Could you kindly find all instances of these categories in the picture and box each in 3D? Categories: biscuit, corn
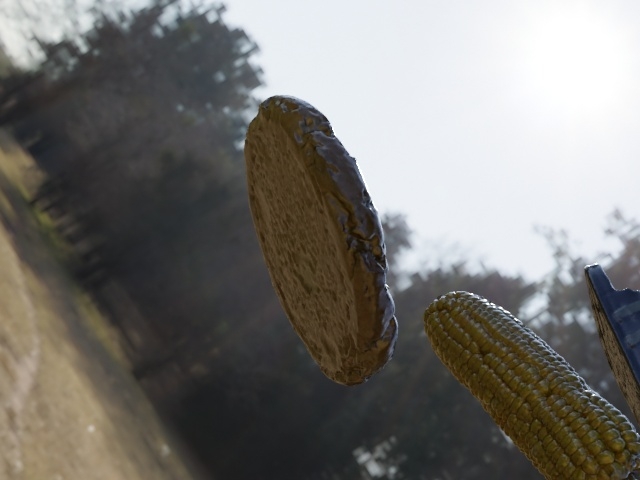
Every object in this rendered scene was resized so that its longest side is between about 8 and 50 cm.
[{"bbox_3d":[0.000,0.000,1.016,0.226,0.042,0.226,54,-26,42],"label":"biscuit"},{"bbox_3d":[0.209,0.149,1.364,0.313,0.102,0.102,50,-10,46],"label":"corn"}]

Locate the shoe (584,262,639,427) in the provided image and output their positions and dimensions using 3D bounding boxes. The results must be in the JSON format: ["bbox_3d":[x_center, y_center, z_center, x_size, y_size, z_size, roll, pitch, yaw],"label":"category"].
[{"bbox_3d":[0.211,0.085,0.834,0.071,0.049,0.179,70,2,-47],"label":"shoe"}]
